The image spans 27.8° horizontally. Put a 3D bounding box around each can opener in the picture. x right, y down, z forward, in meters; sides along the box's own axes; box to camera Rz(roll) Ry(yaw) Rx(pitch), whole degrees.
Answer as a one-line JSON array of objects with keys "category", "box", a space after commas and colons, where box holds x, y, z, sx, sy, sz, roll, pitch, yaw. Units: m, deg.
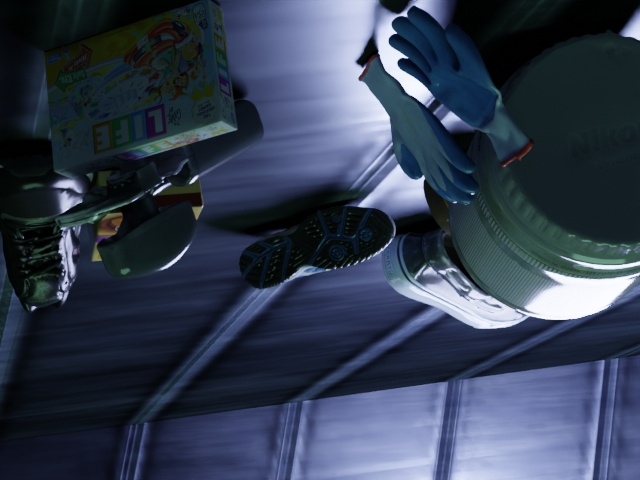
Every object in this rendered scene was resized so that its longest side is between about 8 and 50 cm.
[{"category": "can opener", "box": [-0.123, -0.044, 1.107, 0.076, 0.095, 0.283, -16, -169, 26]}]

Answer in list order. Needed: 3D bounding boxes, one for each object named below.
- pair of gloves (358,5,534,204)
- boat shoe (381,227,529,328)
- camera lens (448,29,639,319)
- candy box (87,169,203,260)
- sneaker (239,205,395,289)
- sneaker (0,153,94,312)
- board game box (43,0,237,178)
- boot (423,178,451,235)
[{"category": "pair of gloves", "box": [0.099, -0.110, 1.115, 0.023, 0.159, 0.198, -36, 177, -25]}, {"category": "boat shoe", "box": [0.232, 0.053, 1.826, 0.119, 0.121, 0.335, -15, 162, 41]}, {"category": "camera lens", "box": [0.245, -0.052, 1.243, 0.219, 0.219, 0.274, -7, 165, -4]}, {"category": "candy box", "box": [-0.198, -0.027, 1.435, 0.109, 0.053, 0.187, -5, 166, -14]}, {"category": "sneaker", "box": [0.000, 0.000, 1.632, 0.211, 0.080, 0.081, -14, -174, 26]}, {"category": "sneaker", "box": [-0.283, 0.000, 1.348, 0.107, 0.124, 0.283, -6, 165, -10]}, {"category": "board game box", "box": [-0.144, -0.118, 1.019, 0.154, 0.103, 0.026, -15, 164, 22]}, {"category": "boot", "box": [0.253, -0.037, 1.554, 0.115, 0.112, 0.305, -29, 155, 29]}]
